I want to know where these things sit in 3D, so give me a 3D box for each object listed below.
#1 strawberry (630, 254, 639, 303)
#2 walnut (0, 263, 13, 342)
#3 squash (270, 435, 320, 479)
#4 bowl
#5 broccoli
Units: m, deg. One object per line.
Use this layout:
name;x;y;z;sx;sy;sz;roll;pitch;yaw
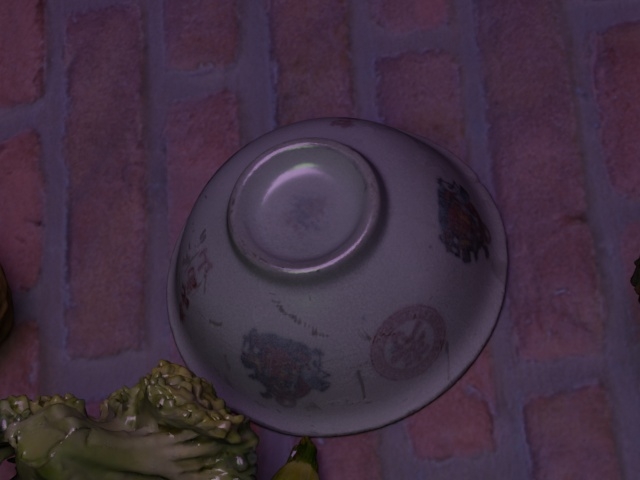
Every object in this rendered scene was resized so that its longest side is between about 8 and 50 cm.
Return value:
strawberry;0.530;0.023;1.778;0.345;0.295;0.317;24;34;5
walnut;-0.512;0.080;2.014;0.257;0.257;0.224;-35;30;-5
squash;-0.044;0.312;1.864;0.090;0.075;0.200;11;67;28
bowl;0.000;0.000;1.941;0.435;0.196;0.435;-5;63;10
broccoli;-0.240;0.275;1.803;0.348;0.281;0.293;-21;55;18
